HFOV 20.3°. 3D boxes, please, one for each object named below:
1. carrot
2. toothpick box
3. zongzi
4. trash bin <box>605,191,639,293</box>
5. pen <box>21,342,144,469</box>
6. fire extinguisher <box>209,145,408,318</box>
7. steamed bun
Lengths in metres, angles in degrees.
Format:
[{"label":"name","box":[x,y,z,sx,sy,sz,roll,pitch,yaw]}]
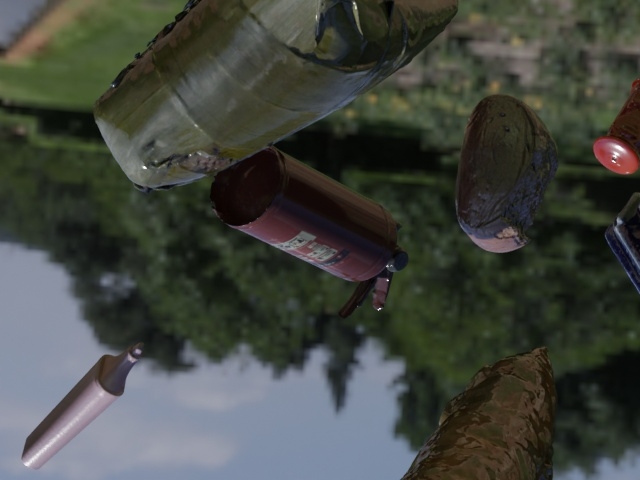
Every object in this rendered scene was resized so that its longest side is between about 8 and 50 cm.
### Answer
[{"label":"carrot","box":[0.112,0.144,1.207,0.101,0.102,0.263,5,-149,23]},{"label":"toothpick box","box":[0.276,-0.100,1.565,0.047,0.083,0.047,27,151,17]},{"label":"zongzi","box":[-0.044,-0.188,2.033,0.356,0.174,0.393,-38,164,23]},{"label":"trash bin","box":[0.356,0.061,1.471,0.184,0.235,0.162,-20,-146,1]},{"label":"pen","box":[-0.234,0.160,1.783,0.032,0.197,0.053,34,-147,-20]},{"label":"fire extinguisher","box":[0.000,0.000,2.149,0.106,0.147,0.337,36,-175,41]},{"label":"steamed bun","box":[0.215,-0.077,2.073,0.106,0.175,0.145,11,168,13]}]
